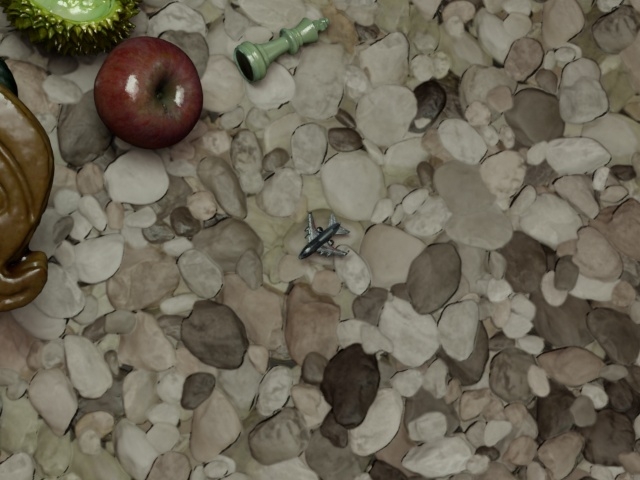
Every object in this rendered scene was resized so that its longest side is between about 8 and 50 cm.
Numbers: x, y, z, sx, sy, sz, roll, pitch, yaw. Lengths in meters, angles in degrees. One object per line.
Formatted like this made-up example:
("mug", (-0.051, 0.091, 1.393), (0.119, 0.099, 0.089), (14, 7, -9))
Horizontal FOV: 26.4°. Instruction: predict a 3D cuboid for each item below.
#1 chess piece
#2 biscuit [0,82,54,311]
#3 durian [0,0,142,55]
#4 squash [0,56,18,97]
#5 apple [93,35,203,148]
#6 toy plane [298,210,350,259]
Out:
("chess piece", (-0.049, -0.281, 1.941), (0.149, 0.059, 0.059), (-31, 85, -21))
("biscuit", (-0.496, -0.027, 1.673), (0.350, 0.070, 0.394), (30, 98, -6))
("durian", (-0.340, -0.358, 1.843), (0.200, 0.176, 0.236), (-17, 74, 0))
("squash", (-0.504, -0.181, 1.779), (0.218, 0.172, 0.218), (0, 77, -2))
("apple", (-0.235, -0.200, 1.846), (0.153, 0.120, 0.153), (-1, 91, -38))
("toy plane", (0.000, 0.000, 1.897), (0.083, 0.031, 0.078), (-41, 87, -15))
